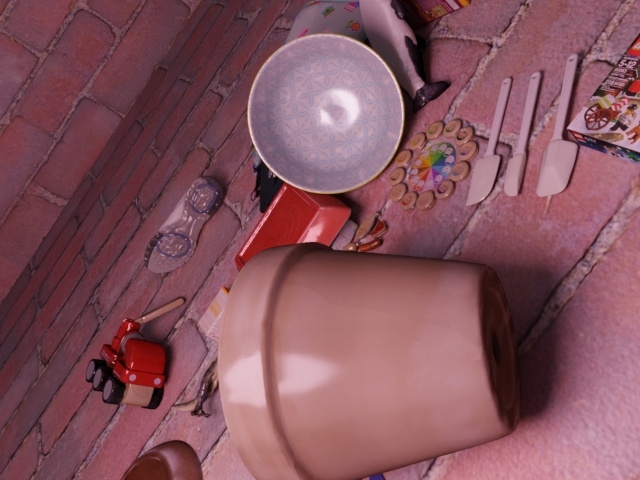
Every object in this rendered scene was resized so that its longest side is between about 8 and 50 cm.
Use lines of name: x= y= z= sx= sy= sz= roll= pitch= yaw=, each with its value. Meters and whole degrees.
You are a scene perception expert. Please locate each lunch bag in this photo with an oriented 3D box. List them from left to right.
lunch bag: x=0.022 y=-0.396 z=1.340 sx=0.224 sy=0.108 sz=0.279 roll=14 pitch=76 yaw=30

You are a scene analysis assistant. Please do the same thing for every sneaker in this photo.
sneaker: x=-0.360 y=-0.041 z=1.598 sx=0.297 sy=0.111 sz=0.129 roll=-53 pitch=19 yaw=0

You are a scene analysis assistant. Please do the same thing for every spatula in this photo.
spatula: x=0.315 y=-0.166 z=0.911 sx=0.168 sy=0.019 sz=0.242 roll=-10 pitch=55 yaw=54

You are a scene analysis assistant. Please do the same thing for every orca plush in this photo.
orca plush: x=0.178 y=-0.390 z=1.181 sx=0.287 sy=0.102 sz=0.151 roll=59 pitch=152 yaw=31

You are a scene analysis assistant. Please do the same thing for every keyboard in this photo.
keyboard: x=-0.108 y=-0.154 z=1.380 sx=0.100 sy=0.038 sz=0.192 roll=-7 pitch=73 yaw=25

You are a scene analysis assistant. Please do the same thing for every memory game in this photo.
memory game: x=0.189 y=-0.131 z=1.040 sx=0.186 sy=0.012 sz=0.186 roll=-31 pitch=43 yaw=33

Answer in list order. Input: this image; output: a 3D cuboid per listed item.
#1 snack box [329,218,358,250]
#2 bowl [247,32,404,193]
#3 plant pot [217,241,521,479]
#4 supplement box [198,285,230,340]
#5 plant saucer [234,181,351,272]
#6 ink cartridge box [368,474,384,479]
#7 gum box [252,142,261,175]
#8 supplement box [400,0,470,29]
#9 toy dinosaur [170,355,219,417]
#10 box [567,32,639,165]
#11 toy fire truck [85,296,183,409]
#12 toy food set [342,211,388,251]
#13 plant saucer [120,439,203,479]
snack box: x=0.000 y=0.000 z=1.148 sx=0.141 sy=0.037 sz=0.100 roll=12 pitch=72 yaw=56
bowl: x=0.015 y=-0.242 z=1.166 sx=0.289 sy=0.289 sz=0.156 roll=-48 pitch=5 yaw=13
plant pot: x=0.083 y=0.144 z=0.739 sx=0.280 sy=0.323 sz=0.323 roll=-11 pitch=54 yaw=26
supplement box: x=-0.214 y=0.156 z=1.292 sx=0.098 sy=0.036 sz=0.062 roll=-56 pitch=34 yaw=2
plant saucer: x=-0.074 y=0.000 z=1.171 sx=0.259 sy=0.047 sz=0.258 roll=-55 pitch=29 yaw=6
ink cartridge box: x=-0.005 y=0.386 z=0.842 sx=0.224 sy=0.045 sz=0.223 roll=-50 pitch=35 yaw=11
gum box: x=-0.090 y=-0.254 z=1.460 sx=0.184 sy=0.041 sz=0.157 roll=-37 pitch=40 yaw=26
supplement box: x=0.208 y=-0.510 z=1.235 sx=0.188 sy=0.104 sz=0.081 roll=-7 pitch=57 yaw=49
toy dinosaur: x=-0.206 y=0.280 z=1.170 sx=0.268 sy=0.064 sz=0.118 roll=-50 pitch=28 yaw=15
box: x=0.439 y=-0.159 z=0.722 sx=0.159 sy=0.044 sz=0.233 roll=-54 pitch=34 yaw=5
toy fire truck: x=-0.408 y=0.242 z=1.395 sx=0.217 sy=0.158 sz=0.247 roll=12 pitch=84 yaw=55
toy food set: x=0.079 y=0.010 z=1.063 sx=0.122 sy=0.019 sz=0.078 roll=-49 pitch=35 yaw=-1
plant saucer: x=-0.334 y=0.530 z=1.139 sx=0.310 sy=0.050 sz=0.311 roll=-32 pitch=41 yaw=32
